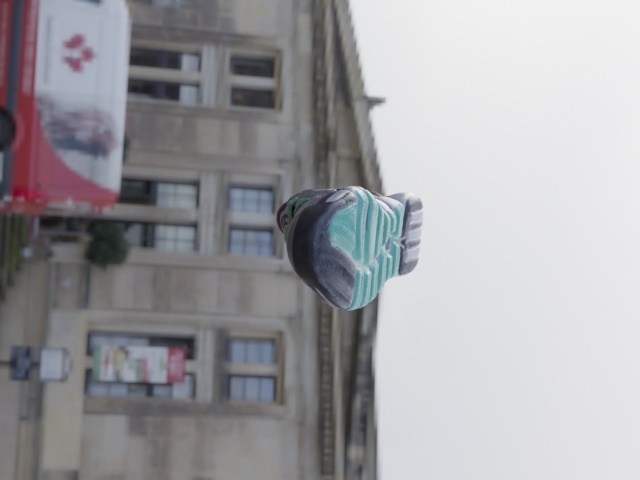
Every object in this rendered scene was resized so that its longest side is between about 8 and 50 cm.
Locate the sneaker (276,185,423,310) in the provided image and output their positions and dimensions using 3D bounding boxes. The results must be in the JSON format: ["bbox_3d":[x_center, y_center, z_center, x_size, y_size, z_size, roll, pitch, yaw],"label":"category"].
[{"bbox_3d":[0.000,0.000,0.871,0.224,0.098,0.083,-3,100,-71],"label":"sneaker"}]
